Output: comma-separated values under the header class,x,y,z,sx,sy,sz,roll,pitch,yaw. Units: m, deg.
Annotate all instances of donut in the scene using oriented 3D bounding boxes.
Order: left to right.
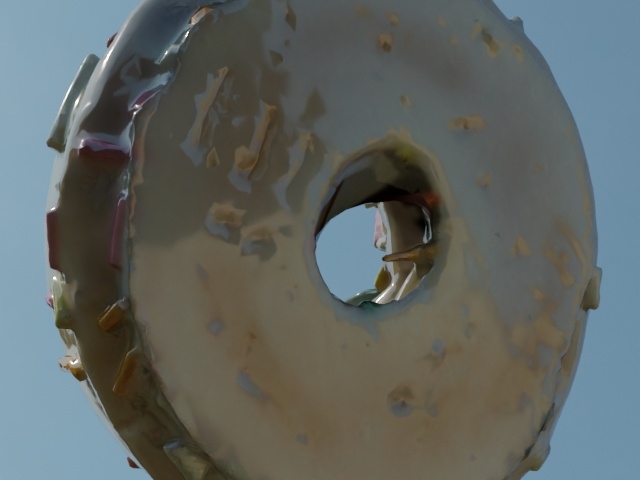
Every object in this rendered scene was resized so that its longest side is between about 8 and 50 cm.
class,x,y,z,sx,sy,sz,roll,pitch,yaw
donut,0.000,0.000,0.964,0.383,0.382,0.142,40,-26,-25

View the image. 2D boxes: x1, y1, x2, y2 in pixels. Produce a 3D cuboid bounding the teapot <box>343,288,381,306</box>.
class,x,y,z,sx,sy,sz,roll,pitch,yaw
teapot,0.093,0.161,1.438,0.203,0.225,0.171,-20,-29,34
